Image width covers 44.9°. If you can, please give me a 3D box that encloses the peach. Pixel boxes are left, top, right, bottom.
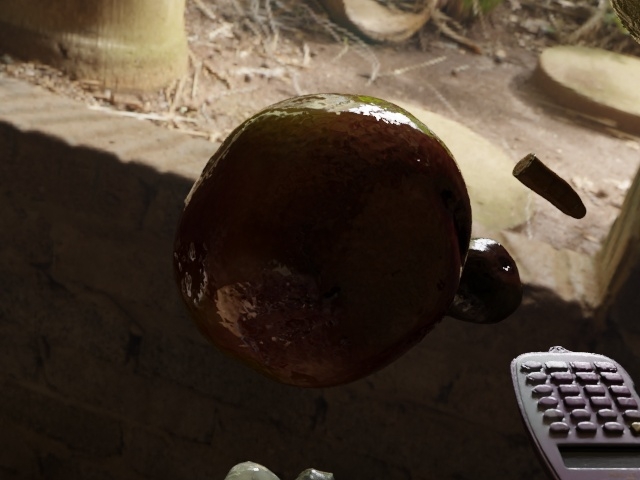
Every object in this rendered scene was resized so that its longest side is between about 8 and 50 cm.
[{"bbox_3d":[0.000,0.000,0.584,0.231,0.230,0.231,10,31,-6],"label":"peach"}]

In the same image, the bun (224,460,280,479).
[{"bbox_3d":[-0.107,0.421,1.054,0.133,0.231,0.231,26,32,5],"label":"bun"}]

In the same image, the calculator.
[{"bbox_3d":[0.368,0.252,1.057,0.194,0.043,0.294,1,35,-6],"label":"calculator"}]

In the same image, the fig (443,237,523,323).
[{"bbox_3d":[0.358,0.140,1.953,0.217,0.321,0.216,18,49,-22],"label":"fig"}]

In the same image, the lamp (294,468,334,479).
[{"bbox_3d":[-0.047,0.326,0.708,0.101,0.101,0.250,20,66,11],"label":"lamp"}]

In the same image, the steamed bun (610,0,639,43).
[{"bbox_3d":[0.608,-0.410,1.298,0.273,0.166,0.232,38,17,-53],"label":"steamed bun"}]

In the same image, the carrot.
[{"bbox_3d":[0.360,-0.080,1.194,0.139,0.048,0.048,34,26,-17],"label":"carrot"}]
